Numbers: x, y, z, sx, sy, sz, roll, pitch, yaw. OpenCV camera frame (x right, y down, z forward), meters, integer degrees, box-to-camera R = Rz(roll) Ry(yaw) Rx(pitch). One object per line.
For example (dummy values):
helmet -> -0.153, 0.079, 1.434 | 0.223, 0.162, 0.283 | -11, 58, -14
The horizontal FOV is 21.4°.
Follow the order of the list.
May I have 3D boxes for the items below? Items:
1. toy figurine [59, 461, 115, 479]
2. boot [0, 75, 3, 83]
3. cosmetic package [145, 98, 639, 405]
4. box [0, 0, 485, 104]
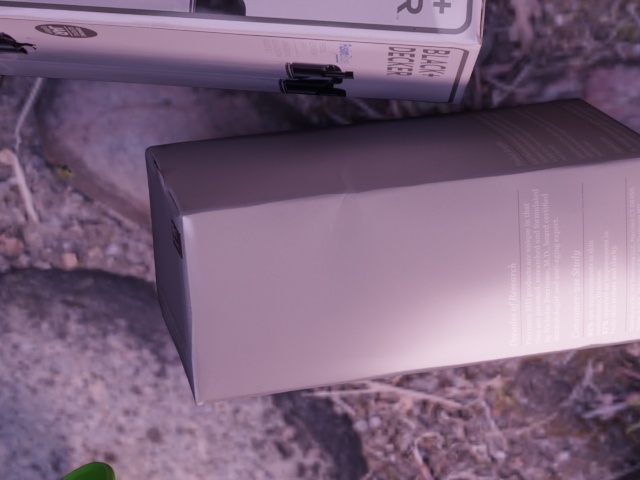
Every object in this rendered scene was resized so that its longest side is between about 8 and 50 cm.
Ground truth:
toy figurine -> -0.120, 0.234, 0.981 | 0.159, 0.130, 0.173 | 42, 131, -18
boot -> -0.291, -0.065, 0.917 | 0.208, 0.076, 0.190 | 21, 112, -7
cosmetic package -> 0.040, 0.000, 0.827 | 0.238, 0.127, 0.107 | -9, 109, -8
box -> -0.069, -0.126, 0.790 | 0.290, 0.169, 0.087 | 4, 86, 1
